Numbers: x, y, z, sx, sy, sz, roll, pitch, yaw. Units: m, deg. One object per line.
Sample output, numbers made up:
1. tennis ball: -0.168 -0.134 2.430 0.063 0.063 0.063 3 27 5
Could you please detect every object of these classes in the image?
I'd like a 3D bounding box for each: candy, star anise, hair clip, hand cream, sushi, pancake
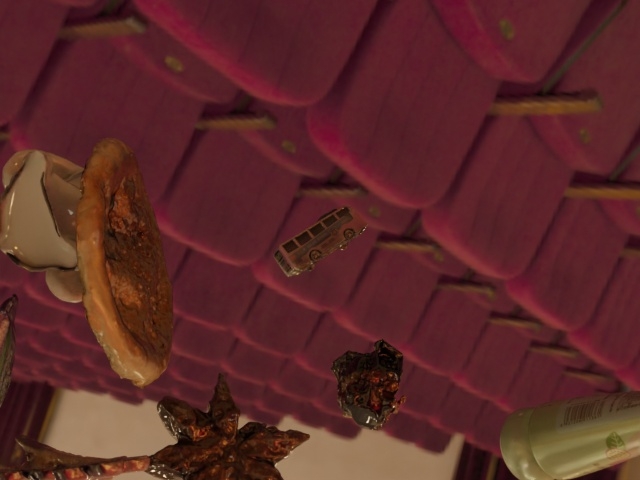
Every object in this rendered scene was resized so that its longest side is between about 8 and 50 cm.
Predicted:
1. candy: -0.421 0.193 1.158 0.070 0.275 0.145 25 166 -12
2. star anise: -0.165 0.384 1.729 0.315 0.315 0.108 16 152 -1
3. hair clip: -0.389 0.343 1.477 0.257 0.075 0.146 0 171 22
4. hand cream: 0.342 0.204 1.081 0.147 0.093 0.306 0 160 -45
5. sushi: 0.108 0.337 2.145 0.153 0.150 0.172 37 130 -15
6. pancake: -0.268 0.027 1.337 0.065 0.356 0.356 -11 162 7

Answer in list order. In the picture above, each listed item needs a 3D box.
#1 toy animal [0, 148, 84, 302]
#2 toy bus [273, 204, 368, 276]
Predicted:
1. toy animal: -0.414 -0.022 1.609 0.174 0.249 0.289 -21 154 24
2. toy bus: 0.000 0.000 1.271 0.052 0.131 0.037 52 151 11
